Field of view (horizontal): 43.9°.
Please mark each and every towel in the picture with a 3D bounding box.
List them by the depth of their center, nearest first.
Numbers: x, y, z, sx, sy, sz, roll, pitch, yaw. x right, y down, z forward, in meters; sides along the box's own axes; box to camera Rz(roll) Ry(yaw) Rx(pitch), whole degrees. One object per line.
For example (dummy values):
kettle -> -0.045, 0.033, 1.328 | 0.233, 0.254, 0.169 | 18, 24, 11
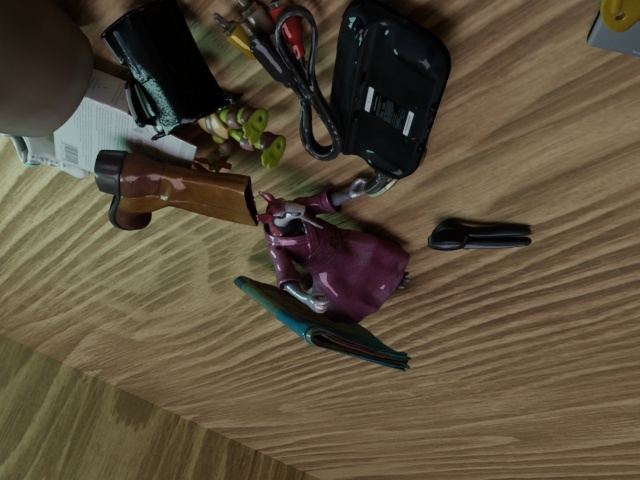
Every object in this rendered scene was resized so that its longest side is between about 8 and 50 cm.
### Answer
towel -> -0.004, 0.169, 1.710 | 0.271, 0.040, 0.370 | 21, -175, -32

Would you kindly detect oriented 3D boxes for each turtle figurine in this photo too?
turtle figurine -> -0.159, -0.188, 1.325 | 0.217, 0.087, 0.269 | 23, 146, 35

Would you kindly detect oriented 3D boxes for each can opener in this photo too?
can opener -> 0.290, -0.003, 1.449 | 0.186, 0.073, 0.059 | 0, 140, 12

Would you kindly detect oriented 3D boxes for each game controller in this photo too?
game controller -> 0.092, -0.209, 1.163 | 0.166, 0.067, 0.319 | 27, 153, 9

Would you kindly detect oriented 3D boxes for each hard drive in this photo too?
hard drive -> 0.386, -0.276, 0.947 | 0.094, 0.022, 0.135 | 14, 152, 5

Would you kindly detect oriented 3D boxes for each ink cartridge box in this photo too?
ink cartridge box -> -0.353, -0.184, 1.446 | 0.261, 0.066, 0.296 | 22, 157, -8

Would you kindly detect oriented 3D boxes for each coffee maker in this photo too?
coffee maker -> -0.216, -0.259, 1.164 | 0.171, 0.120, 0.178 | -21, 105, 22

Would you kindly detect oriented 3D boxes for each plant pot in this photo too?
plant pot -> -0.504, -0.292, 1.167 | 0.323, 0.323, 0.280 | -3, 163, 33

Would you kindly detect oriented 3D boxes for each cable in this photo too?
cable -> -0.026, -0.246, 1.162 | 0.139, 0.072, 0.287 | -19, 131, 27

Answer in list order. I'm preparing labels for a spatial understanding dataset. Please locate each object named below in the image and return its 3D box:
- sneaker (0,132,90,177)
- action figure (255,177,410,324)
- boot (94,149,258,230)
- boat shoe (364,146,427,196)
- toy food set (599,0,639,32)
sneaker -> -0.548, -0.174, 1.568 | 0.080, 0.094, 0.212 | -5, 145, 33
action figure -> 0.000, 0.000, 1.534 | 0.370, 0.248, 0.275 | 38, 172, -35
boot -> -0.249, -0.074, 1.465 | 0.280, 0.096, 0.264 | 9, 150, 3
boat shoe -> 0.117, -0.125, 1.337 | 0.049, 0.056, 0.152 | 33, 139, -17
toy food set -> 0.385, -0.313, 0.832 | 0.128, 0.071, 0.218 | 11, 146, -35
